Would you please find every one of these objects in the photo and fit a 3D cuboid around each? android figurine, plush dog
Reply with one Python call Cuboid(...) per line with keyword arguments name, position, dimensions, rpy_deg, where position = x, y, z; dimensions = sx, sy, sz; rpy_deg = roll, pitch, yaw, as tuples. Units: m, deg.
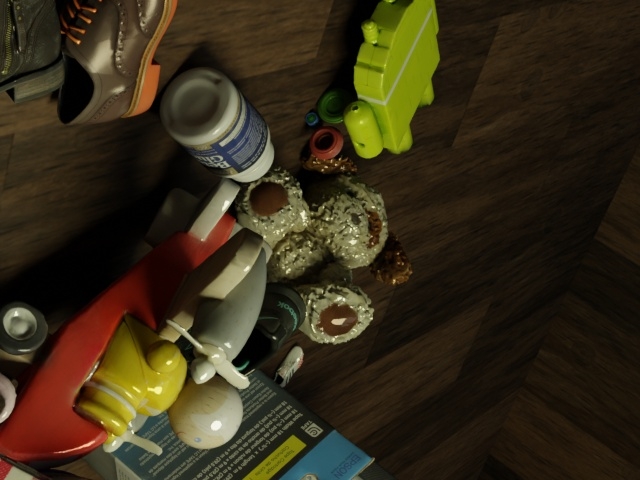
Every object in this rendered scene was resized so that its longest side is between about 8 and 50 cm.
Cuboid(name="android figurine", position=(0.103, -0.238, 1.708), dimensions=(0.248, 0.056, 0.273), rpy_deg=(-64, 157, -19))
Cuboid(name="plush dog", position=(0.000, 0.000, 1.743), dimensions=(0.225, 0.262, 0.211), rpy_deg=(-32, -177, -26))

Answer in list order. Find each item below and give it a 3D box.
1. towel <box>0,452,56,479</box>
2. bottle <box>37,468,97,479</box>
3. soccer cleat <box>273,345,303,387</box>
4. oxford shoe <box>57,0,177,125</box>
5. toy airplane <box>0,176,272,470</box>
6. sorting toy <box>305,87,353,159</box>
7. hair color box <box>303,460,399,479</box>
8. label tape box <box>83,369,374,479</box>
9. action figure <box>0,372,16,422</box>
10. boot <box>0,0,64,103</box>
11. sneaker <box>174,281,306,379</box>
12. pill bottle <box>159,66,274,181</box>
Cuboid(name="towel", position=(-0.406, 0.258, 1.104), dimensions=(0.237, 0.329, 0.037), rpy_deg=(-60, -166, -4))
Cuboid(name="bottle", position=(-0.298, 0.298, 1.371), dimensions=(0.118, 0.283, 0.092), rpy_deg=(12, 81, -38))
Cuboid(name="soccer cleat", position=(-0.055, 0.213, 2.086), dimensions=(0.036, 0.029, 0.083), rpy_deg=(-13, 137, -61))
Cuboid(name="oxford shoe", position=(-0.207, -0.220, 1.213), dimensions=(0.098, 0.097, 0.271), rpy_deg=(-27, 143, -36))
Cuboid(name="toy airplane", position=(-0.179, 0.113, 1.446), dimensions=(0.384, 0.272, 0.386), rpy_deg=(-41, 179, 9))
Cuboid(name="sorting toy", position=(0.014, -0.157, 1.714), dimensions=(0.102, 0.061, 0.042), rpy_deg=(-71, 158, -9))
Cuboid(name="hair color box", position=(-0.034, 0.378, 1.916), dimensions=(0.185, 0.374, 0.114), rpy_deg=(-59, 155, 10))
Cuboid(name="label tape box", position=(-0.132, 0.295, 1.691), dimensions=(0.241, 0.334, 0.106), rpy_deg=(-37, 150, -33))
Cuboid(name="action figure", position=(-0.494, 0.296, 1.253), dimensions=(0.276, 0.248, 0.370), rpy_deg=(-44, 154, -59))
Cuboid(name="boot", position=(-0.309, -0.219, 1.064), dimensions=(0.263, 0.091, 0.229), rpy_deg=(-33, 142, -46))
Cuboid(name="sneaker", position=(-0.145, 0.140, 1.615), dimensions=(0.267, 0.101, 0.106), rpy_deg=(-29, -159, 23))
Cuboid(name="pill bottle", position=(-0.115, -0.130, 1.480), dimensions=(0.094, 0.094, 0.169), rpy_deg=(-53, 155, -4))
